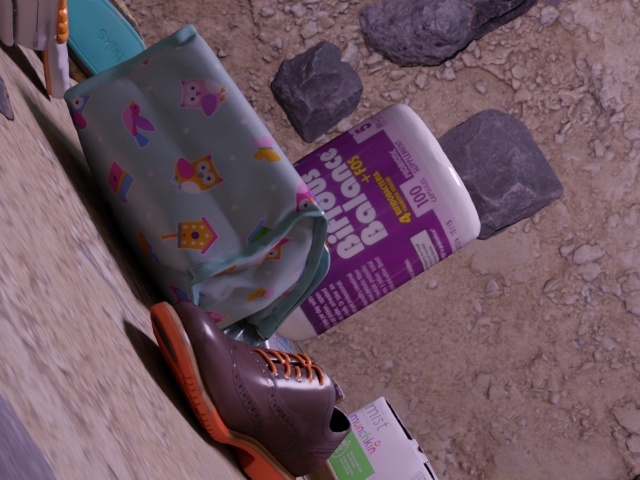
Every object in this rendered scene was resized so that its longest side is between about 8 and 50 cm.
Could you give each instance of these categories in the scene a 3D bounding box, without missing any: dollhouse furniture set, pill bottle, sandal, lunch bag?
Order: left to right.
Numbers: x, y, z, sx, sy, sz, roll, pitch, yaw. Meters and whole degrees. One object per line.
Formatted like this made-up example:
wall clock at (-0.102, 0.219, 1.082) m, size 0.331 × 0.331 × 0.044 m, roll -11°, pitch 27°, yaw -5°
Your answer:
sandal at (-0.266, -0.206, 1.258) m, size 0.265 × 0.076 × 0.102 m, roll 103°, pitch -25°, yaw -60°
lunch bag at (-0.106, -0.030, 1.287) m, size 0.223 × 0.160 × 0.262 m, roll 55°, pitch -13°, yaw 18°
dollhouse furniture set at (-0.005, 0.218, 1.530) m, size 0.081 × 0.091 × 0.114 m, roll 27°, pitch 31°, yaw -60°
pill bottle at (0.000, 0.000, 1.480) m, size 0.169 × 0.301 × 0.169 m, roll 58°, pitch -1°, yaw 2°

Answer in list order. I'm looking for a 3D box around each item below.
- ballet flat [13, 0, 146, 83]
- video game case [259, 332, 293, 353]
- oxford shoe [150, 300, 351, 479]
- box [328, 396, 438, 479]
ballet flat at (-0.295, -0.281, 1.457) m, size 0.123 × 0.123 × 0.348 m, roll 58°, pitch 0°, yaw 41°
video game case at (-0.064, 0.115, 1.781) m, size 0.212 × 0.023 × 0.193 m, roll 58°, pitch 18°, yaw -73°
oxford shoe at (-0.050, 0.106, 1.097) m, size 0.097 × 0.098 × 0.271 m, roll 58°, pitch -1°, yaw 32°
box at (0.125, 0.378, 1.886) m, size 0.231 × 0.127 × 0.262 m, roll 58°, pitch 0°, yaw -34°
